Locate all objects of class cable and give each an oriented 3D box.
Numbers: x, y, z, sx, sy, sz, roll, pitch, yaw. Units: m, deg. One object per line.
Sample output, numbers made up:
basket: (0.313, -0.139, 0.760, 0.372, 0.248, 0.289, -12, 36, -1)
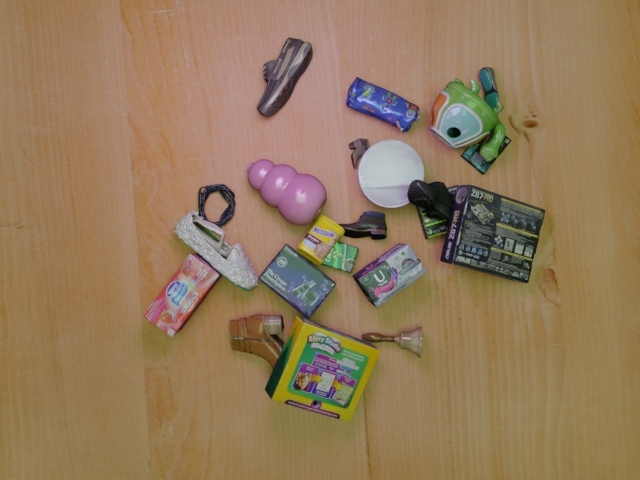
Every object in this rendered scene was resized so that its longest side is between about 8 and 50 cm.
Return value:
cable: (-0.421, -0.135, 1.942, 0.150, 0.047, 0.185, -1, 87, -8)

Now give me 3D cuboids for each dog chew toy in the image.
dog chew toy: (-0.143, -0.204, 1.885, 0.331, 0.206, 0.207, 32, 88, 6)

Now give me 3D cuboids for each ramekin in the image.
ramekin: (0.275, -0.261, 1.938, 0.272, 0.127, 0.273, 0, 89, -4)

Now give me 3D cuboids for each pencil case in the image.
pencil case: (0.250, -0.543, 1.940, 0.306, 0.119, 0.133, 25, 66, -2)

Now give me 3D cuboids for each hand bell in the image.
hand bell: (0.291, 0.405, 1.963, 0.242, 0.126, 0.126, 4, 89, 10)

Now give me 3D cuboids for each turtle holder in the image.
turtle holder: (0.585, -0.479, 1.926, 0.320, 0.243, 0.227, 31, 103, -36)

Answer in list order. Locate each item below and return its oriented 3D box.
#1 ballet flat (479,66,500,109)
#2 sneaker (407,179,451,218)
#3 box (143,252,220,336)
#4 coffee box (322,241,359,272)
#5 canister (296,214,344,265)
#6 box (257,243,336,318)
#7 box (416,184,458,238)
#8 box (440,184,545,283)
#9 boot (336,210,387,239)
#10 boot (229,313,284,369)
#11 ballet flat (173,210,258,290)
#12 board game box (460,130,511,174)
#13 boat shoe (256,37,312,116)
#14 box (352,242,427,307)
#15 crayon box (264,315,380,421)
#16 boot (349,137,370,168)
ballet flat: (0.720, -0.621, 1.998, 0.068, 0.072, 0.213, -17, 94, -34)
sneaker: (0.430, -0.182, 1.866, 0.109, 0.286, 0.130, 7, 76, 38)
box: (-0.530, 0.207, 1.877, 0.142, 0.154, 0.300, 37, 89, -2)
coffee box: (0.054, 0.057, 1.965, 0.184, 0.040, 0.113, 18, 88, -3)
canister: (0.000, 0.000, 1.899, 0.126, 0.073, 0.170, 34, 69, 5)
box: (-0.094, 0.161, 1.928, 0.261, 0.103, 0.184, 38, 85, -2)
box: (0.505, -0.118, 1.992, 0.190, 0.045, 0.184, -17, 93, -4)
box: (0.697, -0.022, 1.925, 0.394, 0.097, 0.318, 13, 91, -20)
boot: (0.166, -0.069, 1.971, 0.219, 0.082, 0.106, 8, 66, 3)
boot: (-0.249, 0.437, 1.918, 0.220, 0.109, 0.283, -6, 101, 4)
ballet flat: (-0.393, 0.035, 1.877, 0.409, 0.147, 0.147, 38, 88, -3)
board game box: (0.696, -0.388, 2.013, 0.126, 0.026, 0.186, 40, 88, -2)
boat shoe: (-0.165, -0.660, 1.927, 0.130, 0.132, 0.355, 30, 79, 7)
box: (0.273, 0.133, 1.916, 0.247, 0.163, 0.142, -35, 93, -3)
crayon box: (0.012, 0.506, 1.879, 0.363, 0.106, 0.313, 25, 87, -23)
boot: (0.168, -0.363, 1.977, 0.087, 0.042, 0.118, -10, 96, -10)
